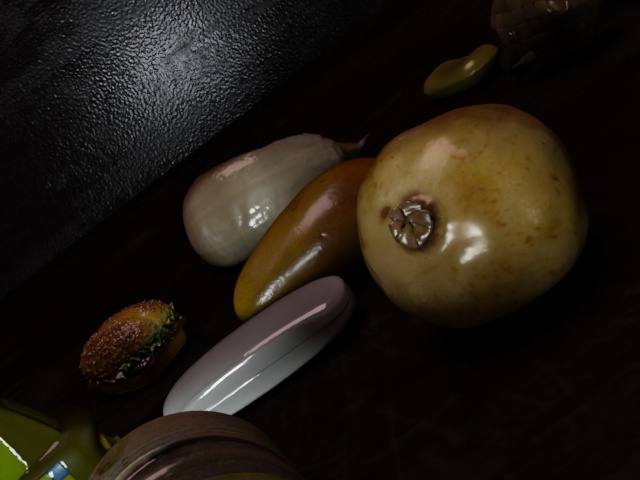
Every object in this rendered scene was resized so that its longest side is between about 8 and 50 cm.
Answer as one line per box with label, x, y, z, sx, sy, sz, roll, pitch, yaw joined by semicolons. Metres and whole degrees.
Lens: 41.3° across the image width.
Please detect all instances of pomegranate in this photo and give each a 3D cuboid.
pomegranate;0.113;-0.020;0.672;0.196;0.196;0.196;-34;17;12

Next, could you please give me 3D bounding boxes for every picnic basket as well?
picnic basket;0.295;-0.292;1.137;0.128;0.138;0.178;-36;-24;-22

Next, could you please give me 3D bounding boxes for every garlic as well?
garlic;-0.074;-0.089;1.340;0.338;0.151;0.196;-34;4;9

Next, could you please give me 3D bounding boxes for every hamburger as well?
hamburger;-0.264;0.142;1.180;0.166;0.087;0.137;-24;21;39

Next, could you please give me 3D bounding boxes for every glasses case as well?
glasses case;-0.064;0.117;0.876;0.233;0.059;0.092;-36;18;5

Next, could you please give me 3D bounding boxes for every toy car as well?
toy car;-0.310;0.245;0.799;0.248;0.198;0.204;-45;18;-20

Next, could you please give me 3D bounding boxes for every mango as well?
mango;0.000;0.000;0.966;0.253;0.113;0.138;-44;17;-13

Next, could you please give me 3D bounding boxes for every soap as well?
soap;0.221;-0.263;1.336;0.089;0.045;0.140;-43;16;-28

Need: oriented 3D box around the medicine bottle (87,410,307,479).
medicine bottle;-0.035;0.202;0.424;0.151;0.151;0.322;-41;17;-11
